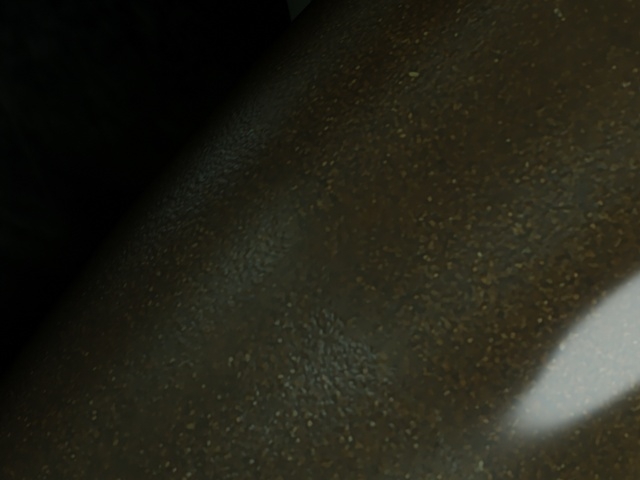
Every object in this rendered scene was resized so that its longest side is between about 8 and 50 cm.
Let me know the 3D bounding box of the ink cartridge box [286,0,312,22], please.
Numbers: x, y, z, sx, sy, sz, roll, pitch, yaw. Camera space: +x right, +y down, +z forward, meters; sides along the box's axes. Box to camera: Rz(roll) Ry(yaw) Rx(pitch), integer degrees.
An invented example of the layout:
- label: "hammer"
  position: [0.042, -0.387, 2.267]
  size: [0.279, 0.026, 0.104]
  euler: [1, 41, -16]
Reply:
- label: "ink cartridge box"
  position: [0.044, -0.123, 0.723]
  size: [0.198, 0.067, 0.115]
  euler: [5, 65, -42]

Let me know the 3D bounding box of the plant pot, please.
- label: "plant pot"
  position: [0.011, 0.055, 0.486]
  size: [0.230, 0.215, 0.215]
  euler: [-38, 97, -10]
